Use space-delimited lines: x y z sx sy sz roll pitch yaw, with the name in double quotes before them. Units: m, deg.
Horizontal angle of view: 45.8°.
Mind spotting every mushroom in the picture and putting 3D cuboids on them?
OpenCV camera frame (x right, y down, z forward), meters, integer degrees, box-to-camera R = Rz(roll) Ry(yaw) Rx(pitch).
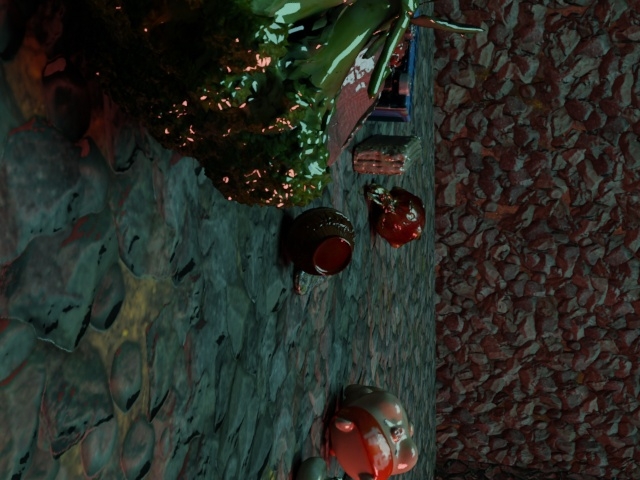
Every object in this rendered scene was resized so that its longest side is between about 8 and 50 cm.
"mushroom" 0.002 0.378 1.167 0.085 0.079 0.085 1 90 -78

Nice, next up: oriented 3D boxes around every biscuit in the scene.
"biscuit" 0.143 -0.179 1.566 0.239 0.108 0.061 -45 138 -70

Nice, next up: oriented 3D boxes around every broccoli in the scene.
"broccoli" -0.030 -0.171 0.546 0.321 0.284 0.303 -99 167 -45

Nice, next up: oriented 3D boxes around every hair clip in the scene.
"hair clip" 0.005 0.031 1.207 0.229 0.036 0.066 -48 145 -68

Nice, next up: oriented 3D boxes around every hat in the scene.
"hat" 0.038 -0.258 1.132 0.286 0.107 0.236 -48 146 -30

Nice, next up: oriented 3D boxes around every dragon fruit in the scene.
"dragon fruit" 0.159 -0.068 1.685 0.246 0.125 0.125 44 62 -50

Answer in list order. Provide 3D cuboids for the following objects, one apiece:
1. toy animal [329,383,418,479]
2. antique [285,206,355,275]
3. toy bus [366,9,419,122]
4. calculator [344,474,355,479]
"toy animal" 0.094 0.352 1.391 0.198 0.171 0.171 -41 132 -76
"antique" 0.000 0.000 1.059 0.104 0.104 0.104 3 90 -76
"toy bus" 0.132 -0.357 1.485 0.133 0.116 0.233 30 65 -75
"calculator" 0.052 0.590 1.487 0.298 0.041 0.185 -72 159 -53
